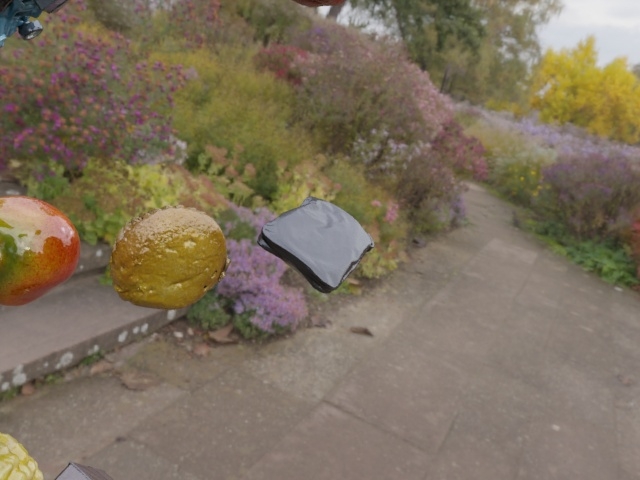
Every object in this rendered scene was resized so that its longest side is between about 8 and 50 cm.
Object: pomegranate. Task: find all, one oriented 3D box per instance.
[{"bbox_3d":[-0.601,0.018,1.202,0.221,0.221,0.256,16,5,8],"label":"pomegranate"}]

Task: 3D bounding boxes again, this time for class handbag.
[{"bbox_3d":[0.001,-0.001,1.301,0.191,0.075,0.332,36,25,7],"label":"handbag"}]

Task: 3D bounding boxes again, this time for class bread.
[{"bbox_3d":[-0.305,0.028,1.217,0.240,0.240,0.139,0,31,-41],"label":"bread"}]

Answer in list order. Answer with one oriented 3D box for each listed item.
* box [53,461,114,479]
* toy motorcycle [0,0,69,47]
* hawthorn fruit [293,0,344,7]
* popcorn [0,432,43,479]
[{"bbox_3d":[-0.545,0.624,1.324,0.153,0.252,0.188,35,-19,21],"label":"box"},{"bbox_3d":[-0.400,-0.267,0.709,0.123,0.272,0.182,55,12,-15],"label":"toy motorcycle"},{"bbox_3d":[-0.002,-0.427,0.859,0.205,0.205,0.253,9,57,-18],"label":"hawthorn fruit"},{"bbox_3d":[-0.377,0.278,0.631,0.180,0.170,0.180,29,34,-21],"label":"popcorn"}]
